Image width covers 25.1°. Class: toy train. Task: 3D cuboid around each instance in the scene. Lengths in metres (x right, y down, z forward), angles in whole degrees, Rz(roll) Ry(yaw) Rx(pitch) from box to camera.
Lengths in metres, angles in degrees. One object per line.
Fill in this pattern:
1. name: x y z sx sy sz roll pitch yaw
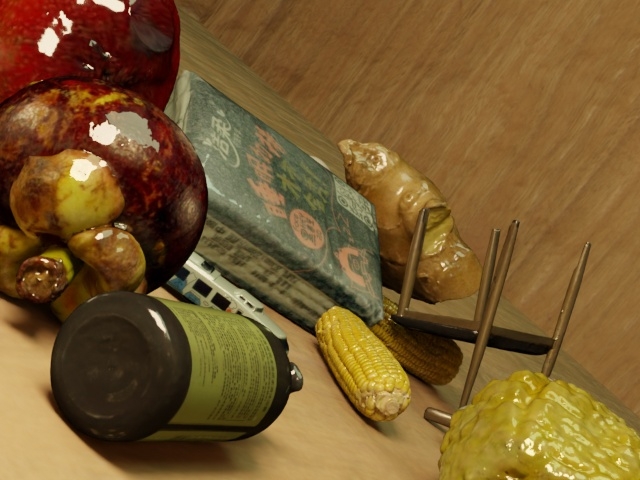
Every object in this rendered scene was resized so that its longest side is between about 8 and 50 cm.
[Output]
1. toy train: -0.112 0.051 1.429 0.207 0.047 0.043 37 9 0

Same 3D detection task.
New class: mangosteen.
1. mangosteen: -0.190 -0.019 1.112 0.192 0.192 0.217 37 40 -13

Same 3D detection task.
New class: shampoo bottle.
1. shampoo bottle: -0.087 0.100 1.074 0.101 0.101 0.284 42 9 22

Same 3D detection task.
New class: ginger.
1. ginger: 0.104 -0.037 1.951 0.219 0.123 0.270 8 -51 58

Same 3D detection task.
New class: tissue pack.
1. tissue pack: -0.063 -0.038 1.712 0.316 0.103 0.228 35 30 -26

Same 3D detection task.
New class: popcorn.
1. popcorn: 0.226 0.251 1.409 0.225 0.173 0.286 12 34 -38

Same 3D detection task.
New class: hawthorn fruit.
1. hawthorn fruit: -0.281 -0.221 1.533 0.266 0.230 0.210 41 2 29

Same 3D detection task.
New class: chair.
1. chair: 0.201 0.110 1.804 0.166 0.272 0.188 9 -4 45

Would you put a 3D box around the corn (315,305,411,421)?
1. corn: 0.044 0.134 1.575 0.067 0.067 0.206 34 8 -29

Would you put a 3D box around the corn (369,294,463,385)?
1. corn: 0.106 0.126 1.875 0.203 0.072 0.072 33 10 -30

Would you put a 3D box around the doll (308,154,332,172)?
1. doll: 0.000 -0.001 1.969 0.278 0.119 0.154 57 -10 33

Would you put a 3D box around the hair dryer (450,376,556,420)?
1. hair dryer: 0.254 0.280 1.648 0.073 0.131 0.236 105 -36 -59
